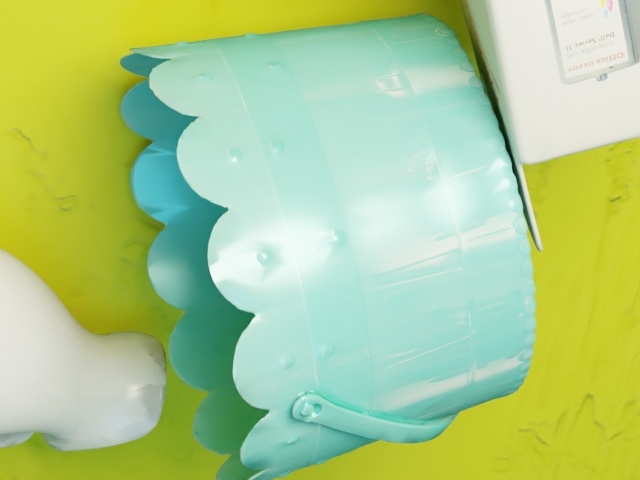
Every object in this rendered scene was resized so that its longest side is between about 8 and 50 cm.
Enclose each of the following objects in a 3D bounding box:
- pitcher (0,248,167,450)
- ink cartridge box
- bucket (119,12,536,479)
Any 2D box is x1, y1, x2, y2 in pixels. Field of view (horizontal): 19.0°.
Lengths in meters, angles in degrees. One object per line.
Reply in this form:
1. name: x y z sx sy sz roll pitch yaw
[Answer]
1. pitcher: -0.233 0.083 1.274 0.178 0.125 0.207 -26 143 31
2. ink cartridge box: 0.127 -0.190 1.038 0.119 0.207 0.353 -14 132 2
3. bucket: 0.000 0.000 1.141 0.183 0.281 0.281 -12 132 -12
